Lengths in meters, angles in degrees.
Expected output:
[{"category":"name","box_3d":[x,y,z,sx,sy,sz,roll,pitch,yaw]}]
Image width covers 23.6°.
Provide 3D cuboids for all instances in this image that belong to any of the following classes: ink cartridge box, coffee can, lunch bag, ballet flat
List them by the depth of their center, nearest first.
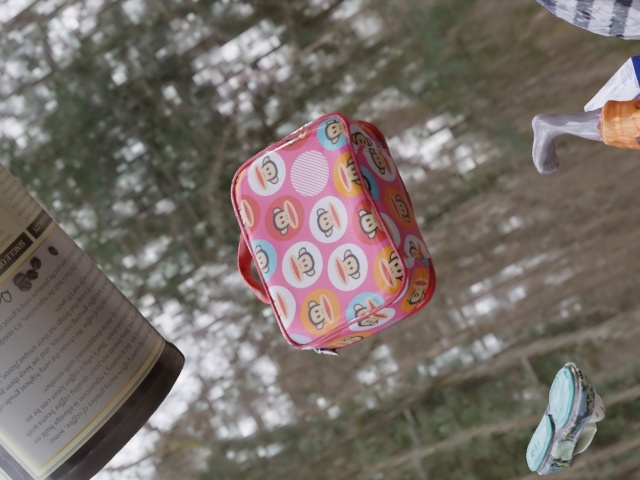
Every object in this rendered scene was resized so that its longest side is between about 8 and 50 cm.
[{"category":"coffee can","box_3d":[-0.268,0.058,1.172,0.275,0.201,0.201,49,-158,-11]},{"category":"ballet flat","box_3d":[0.282,0.196,1.713,0.188,0.070,0.070,104,156,-52]},{"category":"ink cartridge box","box_3d":[0.390,-0.177,1.829,0.207,0.097,0.046,116,141,-77]},{"category":"lunch bag","box_3d":[0.000,0.000,2.081,0.120,0.258,0.293,9,-123,-57]}]

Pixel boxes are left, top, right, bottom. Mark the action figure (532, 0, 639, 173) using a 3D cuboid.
[{"category":"action figure","box_3d":[0.298,-0.101,1.125,0.341,0.330,0.178,-54,-50,-24]}]
